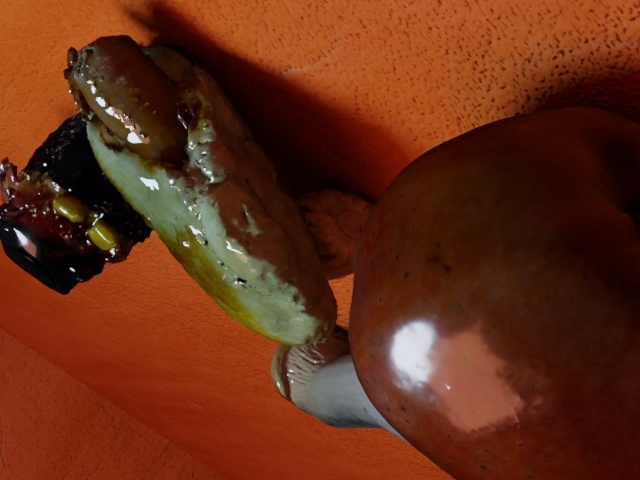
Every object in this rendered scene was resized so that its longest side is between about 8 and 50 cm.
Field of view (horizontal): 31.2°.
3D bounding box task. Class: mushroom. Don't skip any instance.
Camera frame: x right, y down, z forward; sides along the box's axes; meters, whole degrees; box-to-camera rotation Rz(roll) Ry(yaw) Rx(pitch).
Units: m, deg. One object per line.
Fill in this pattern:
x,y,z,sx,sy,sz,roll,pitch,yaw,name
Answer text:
0.078,0.160,1.165,0.328,0.122,0.159,4,138,55,mushroom

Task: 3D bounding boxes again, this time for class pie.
-0.085,-0.029,0.904,0.274,0.105,0.257,49,170,11,pie

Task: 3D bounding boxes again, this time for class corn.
0.000,0.000,0.977,0.085,0.063,0.165,14,167,-13,corn

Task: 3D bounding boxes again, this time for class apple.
0.127,0.034,0.643,0.234,0.234,0.234,28,161,11,apple

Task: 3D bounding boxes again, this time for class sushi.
-0.238,-0.034,1.116,0.172,0.150,0.153,14,155,41,sushi
